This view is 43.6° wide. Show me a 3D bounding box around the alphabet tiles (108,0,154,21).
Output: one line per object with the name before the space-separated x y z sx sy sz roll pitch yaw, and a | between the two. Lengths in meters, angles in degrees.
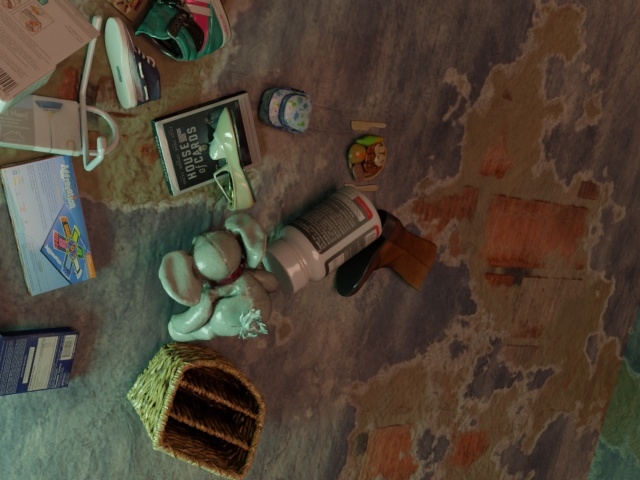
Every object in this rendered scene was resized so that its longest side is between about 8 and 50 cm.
alphabet tiles | -0.346 -0.634 1.622 0.285 0.011 0.342 39 82 -40

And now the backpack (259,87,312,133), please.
backpack | -0.079 -0.309 1.885 0.114 0.084 0.105 6 100 -34

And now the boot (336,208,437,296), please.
boot | 0.187 0.075 2.227 0.280 0.096 0.264 33 78 -46

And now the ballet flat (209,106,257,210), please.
ballet flat | -0.208 -0.177 1.808 0.086 0.086 0.248 -28 121 -26

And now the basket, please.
basket | -0.263 0.394 1.890 0.299 0.223 0.213 37 90 -37

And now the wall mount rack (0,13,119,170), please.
wall mount rack | -0.538 -0.295 1.543 0.350 0.130 0.304 4 70 -37

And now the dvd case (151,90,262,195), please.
dvd case | -0.254 -0.222 1.823 0.239 0.030 0.179 -25 118 -28

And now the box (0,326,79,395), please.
box | -0.621 0.255 1.680 0.225 0.037 0.136 3 105 -55

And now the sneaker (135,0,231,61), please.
sneaker | -0.311 -0.487 1.623 0.178 0.124 0.295 -47 131 -28

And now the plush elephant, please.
plush elephant | -0.229 0.083 1.814 0.272 0.330 0.255 -23 99 -20

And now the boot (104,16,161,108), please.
boot | -0.387 -0.375 1.661 0.086 0.069 0.190 -26 126 -36

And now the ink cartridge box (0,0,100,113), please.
ink cartridge box | -0.590 -0.402 1.424 0.296 0.066 0.261 46 49 -10

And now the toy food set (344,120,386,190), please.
toy food set | 0.126 -0.215 2.092 0.132 0.038 0.192 -5 108 -34

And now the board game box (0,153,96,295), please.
board game box | -0.566 -0.034 1.665 0.145 0.027 0.281 -17 115 -29

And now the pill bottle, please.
pill bottle | 0.000 0.000 1.997 0.283 0.161 0.161 -35 123 -21
